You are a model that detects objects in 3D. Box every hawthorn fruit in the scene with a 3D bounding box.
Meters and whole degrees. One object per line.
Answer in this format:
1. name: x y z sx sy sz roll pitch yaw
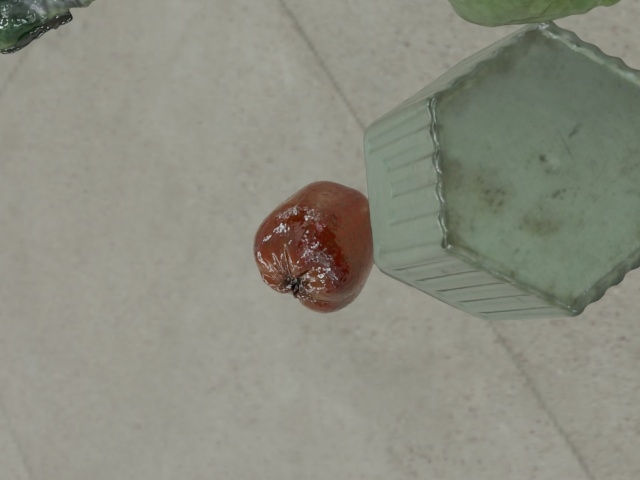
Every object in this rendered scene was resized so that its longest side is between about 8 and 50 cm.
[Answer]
1. hawthorn fruit: 0.000 0.000 1.395 0.132 0.133 0.138 2 48 43

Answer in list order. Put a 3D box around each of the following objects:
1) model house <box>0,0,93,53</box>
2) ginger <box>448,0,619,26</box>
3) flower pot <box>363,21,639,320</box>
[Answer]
1. model house: -0.351 -0.367 1.272 0.321 0.266 0.261 -17 60 23
2. ginger: -0.020 -0.160 0.418 0.290 0.089 0.137 20 137 -1
3. flower pot: 0.163 -0.052 1.092 0.189 0.209 0.239 160 106 -75
